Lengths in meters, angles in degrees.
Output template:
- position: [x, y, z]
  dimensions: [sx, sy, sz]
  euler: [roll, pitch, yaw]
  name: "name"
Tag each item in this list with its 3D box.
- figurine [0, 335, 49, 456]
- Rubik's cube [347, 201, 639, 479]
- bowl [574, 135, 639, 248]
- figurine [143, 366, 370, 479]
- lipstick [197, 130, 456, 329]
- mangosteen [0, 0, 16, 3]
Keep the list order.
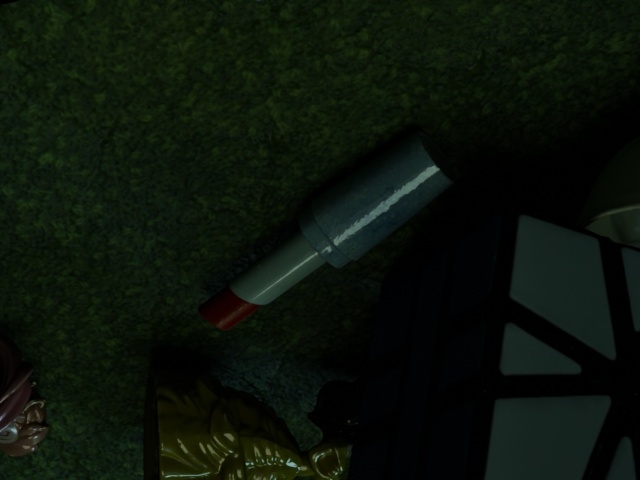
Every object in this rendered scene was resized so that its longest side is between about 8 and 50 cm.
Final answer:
- position: [-0.313, 0.148, 1.493]
  dimensions: [0.126, 0.114, 0.157]
  euler: [0, 170, 28]
  name: "figurine"
- position: [0.209, 0.167, 1.414]
  dimensions: [0.293, 0.288, 0.283]
  euler: [15, 158, -15]
  name: "Rubik's cube"
- position: [0.374, -0.023, 1.429]
  dimensions: [0.277, 0.145, 0.277]
  euler: [13, 154, 7]
  name: "bowl"
- position: [-0.012, 0.205, 1.553]
  dimensions: [0.315, 0.168, 0.187]
  euler: [-1, 129, -11]
  name: "figurine"
- position: [0.000, 0.000, 1.451]
  dimensions: [0.274, 0.061, 0.068]
  euler: [-36, 121, 17]
  name: "lipstick"
- position: [-0.253, -0.252, 1.152]
  dimensions: [0.151, 0.137, 0.137]
  euler: [34, 122, 5]
  name: "mangosteen"
